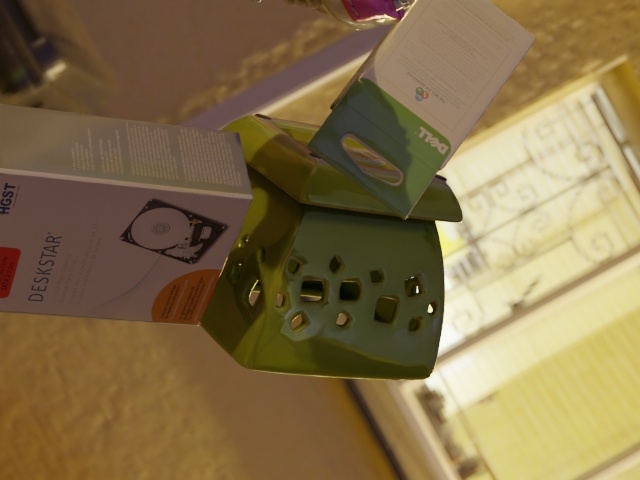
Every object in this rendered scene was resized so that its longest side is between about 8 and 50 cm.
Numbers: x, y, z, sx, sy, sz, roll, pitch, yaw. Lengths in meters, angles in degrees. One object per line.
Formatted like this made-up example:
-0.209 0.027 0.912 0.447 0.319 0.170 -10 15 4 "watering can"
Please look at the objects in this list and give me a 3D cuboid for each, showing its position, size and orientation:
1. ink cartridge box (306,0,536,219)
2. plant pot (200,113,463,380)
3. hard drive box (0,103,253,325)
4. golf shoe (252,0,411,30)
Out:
0.084 -0.126 1.273 0.109 0.209 0.062 37 -13 -5 "ink cartridge box"
0.000 0.000 1.477 0.227 0.228 0.207 39 -63 54 "plant pot"
-0.200 -0.018 1.299 0.181 0.232 0.089 115 -28 -42 "hard drive box"
-0.013 -0.218 1.131 0.306 0.140 0.115 -100 164 -65 "golf shoe"
